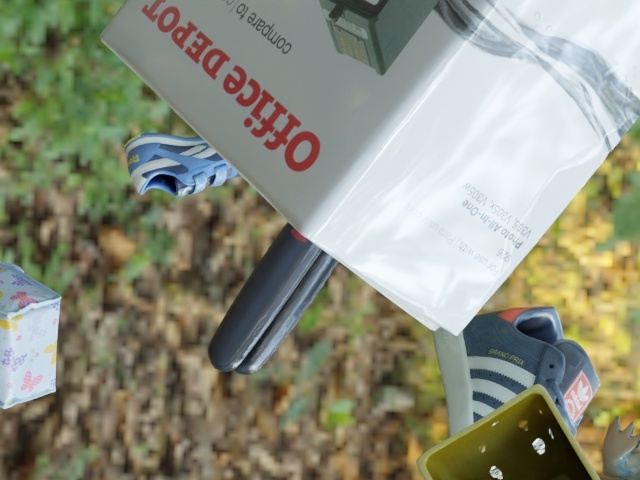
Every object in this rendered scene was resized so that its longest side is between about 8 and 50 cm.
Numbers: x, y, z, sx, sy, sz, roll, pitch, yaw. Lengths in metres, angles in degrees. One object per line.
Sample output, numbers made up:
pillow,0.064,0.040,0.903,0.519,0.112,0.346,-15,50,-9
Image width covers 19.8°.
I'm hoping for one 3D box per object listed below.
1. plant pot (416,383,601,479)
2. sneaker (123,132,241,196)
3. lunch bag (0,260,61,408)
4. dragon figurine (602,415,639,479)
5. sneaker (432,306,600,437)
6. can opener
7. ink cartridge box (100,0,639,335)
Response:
plant pot,0.115,0.144,1.006,0.081,0.081,0.083,62,7,34
sneaker,-0.122,-0.070,1.819,0.053,0.144,0.059,111,-24,-60
lunch bag,-0.202,0.053,1.145,0.053,0.083,0.071,-20,124,-44
dragon figurine,0.260,0.182,1.294,0.144,0.289,0.085,48,26,-49
sneaker,0.203,0.176,1.766,0.350,0.148,0.131,-98,168,-53
can opener,0.000,0.000,1.025,0.186,0.073,0.059,-48,147,4
ink cartridge box,0.064,-0.135,0.835,0.289,0.211,0.121,-52,134,5
